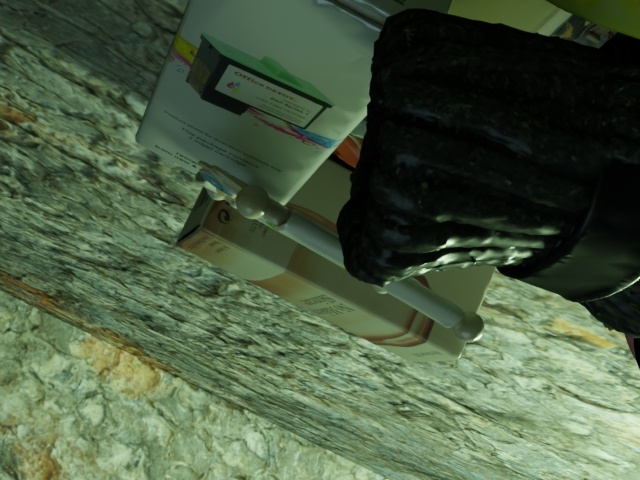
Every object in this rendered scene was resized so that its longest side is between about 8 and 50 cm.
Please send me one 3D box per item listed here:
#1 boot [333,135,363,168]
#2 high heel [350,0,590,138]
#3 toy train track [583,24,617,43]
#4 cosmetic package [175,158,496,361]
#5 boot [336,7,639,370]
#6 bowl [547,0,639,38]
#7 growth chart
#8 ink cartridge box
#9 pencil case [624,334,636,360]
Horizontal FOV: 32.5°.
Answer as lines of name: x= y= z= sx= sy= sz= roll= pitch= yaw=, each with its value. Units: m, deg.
boot: x=0.025 y=-0.100 z=0.997 sx=0.085 sy=0.059 sz=0.158 roll=6 pitch=146 yaw=45
high heel: x=0.146 y=-0.123 z=0.819 sx=0.186 sy=0.093 sz=0.261 roll=10 pitch=158 yaw=-39
toy train track: x=0.204 y=-0.150 z=0.740 sx=0.048 sy=0.014 sz=0.083 roll=27 pitch=159 yaw=-13
cosmetic package: x=0.016 y=0.009 z=1.147 sx=0.296 sy=0.129 sz=0.153 roll=26 pitch=165 yaw=-11
boot: x=0.138 y=0.002 z=0.539 sx=0.260 sy=0.131 sz=0.348 roll=2 pitch=157 yaw=1
bowl: x=0.235 y=-0.162 z=0.425 sx=0.289 sy=0.289 sz=0.156 roll=14 pitch=116 yaw=21
growth chart: x=0.000 y=0.000 z=0.638 sx=0.172 sy=0.021 sz=0.237 roll=29 pitch=179 yaw=-13
ink cartridge box: x=-0.002 y=-0.162 z=0.650 sx=0.117 sy=0.201 sz=0.278 roll=26 pitch=159 yaw=-9
pencil case: x=0.336 y=0.007 z=0.794 sx=0.167 sy=0.160 sz=0.386 roll=-16 pitch=156 yaw=-3
